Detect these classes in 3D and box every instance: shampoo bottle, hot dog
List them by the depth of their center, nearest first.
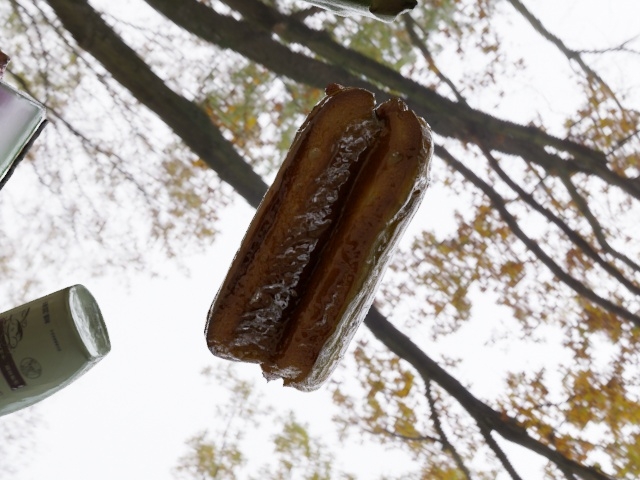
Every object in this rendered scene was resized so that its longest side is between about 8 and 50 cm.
[{"bbox_3d":[0.000,0.000,1.053,0.158,0.117,0.349,25,-73,0],"label":"hot dog"},{"bbox_3d":[-0.456,0.178,1.349,0.359,0.078,0.134,-21,-89,19],"label":"shampoo bottle"}]

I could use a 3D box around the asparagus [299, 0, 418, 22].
[{"bbox_3d":[-0.007,-0.324,1.200,0.343,0.085,0.082,22,-84,32],"label":"asparagus"}]

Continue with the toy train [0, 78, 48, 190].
[{"bbox_3d":[-0.280,-0.003,0.501,0.160,0.100,0.296,36,-91,12],"label":"toy train"}]

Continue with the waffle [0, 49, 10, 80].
[{"bbox_3d":[-0.356,-0.061,0.865,0.221,0.055,0.234,-42,-162,43],"label":"waffle"}]
